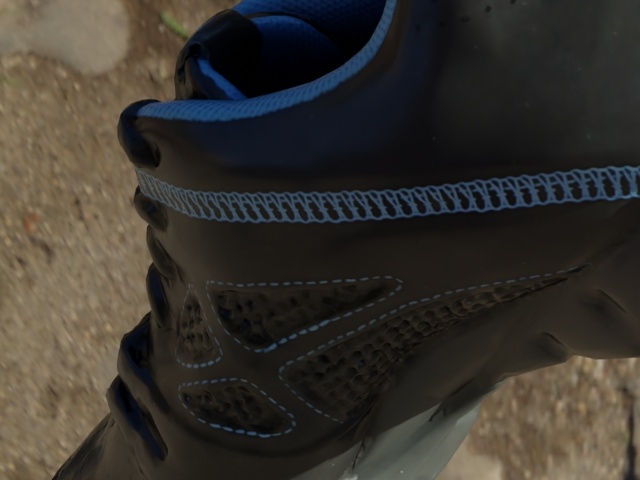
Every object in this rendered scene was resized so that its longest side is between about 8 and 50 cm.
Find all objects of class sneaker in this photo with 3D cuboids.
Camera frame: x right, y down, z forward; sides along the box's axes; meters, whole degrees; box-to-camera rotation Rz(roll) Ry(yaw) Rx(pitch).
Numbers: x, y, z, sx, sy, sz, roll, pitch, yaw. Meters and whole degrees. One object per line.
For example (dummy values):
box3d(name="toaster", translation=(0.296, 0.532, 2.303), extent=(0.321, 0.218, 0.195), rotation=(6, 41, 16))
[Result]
box3d(name="sneaker", translation=(0.000, 0.000, 0.487), extent=(0.139, 0.341, 0.125), rotation=(36, 41, -13))
